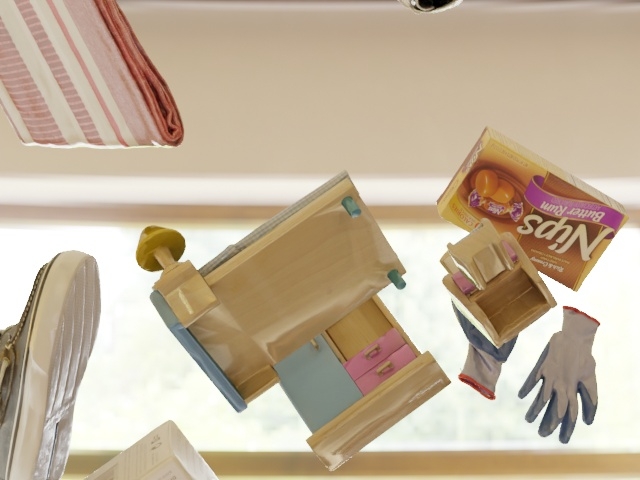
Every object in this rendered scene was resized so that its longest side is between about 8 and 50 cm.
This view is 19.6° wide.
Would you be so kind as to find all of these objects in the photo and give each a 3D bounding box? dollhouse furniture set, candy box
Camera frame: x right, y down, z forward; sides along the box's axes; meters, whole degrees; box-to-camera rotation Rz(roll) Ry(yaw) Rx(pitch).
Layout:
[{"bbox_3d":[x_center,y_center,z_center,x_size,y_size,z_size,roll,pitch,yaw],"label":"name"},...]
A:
[{"bbox_3d":[0.000,0.000,1.618,0.286,0.198,0.303,-36,-43,0],"label":"dollhouse furniture set"},{"bbox_3d":[0.236,-0.034,2.071,0.187,0.109,0.053,30,17,-11],"label":"candy box"}]

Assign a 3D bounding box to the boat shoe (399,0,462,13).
[{"bbox_3d":[0.144,-0.320,2.381,0.184,0.063,0.066,5,-48,57],"label":"boat shoe"}]

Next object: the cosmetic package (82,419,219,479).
[{"bbox_3d":[-0.181,0.340,2.177,0.151,0.183,0.151,-36,13,3],"label":"cosmetic package"}]

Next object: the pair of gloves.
[{"bbox_3d":[0.209,0.110,1.895,0.198,0.159,0.023,30,-34,-19],"label":"pair of gloves"}]

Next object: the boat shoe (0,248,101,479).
[{"bbox_3d":[-0.347,0.152,2.175,0.119,0.335,0.121,23,24,16],"label":"boat shoe"}]

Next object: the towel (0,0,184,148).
[{"bbox_3d":[-0.272,-0.200,1.880,0.037,0.237,0.329,-35,21,-28],"label":"towel"}]
